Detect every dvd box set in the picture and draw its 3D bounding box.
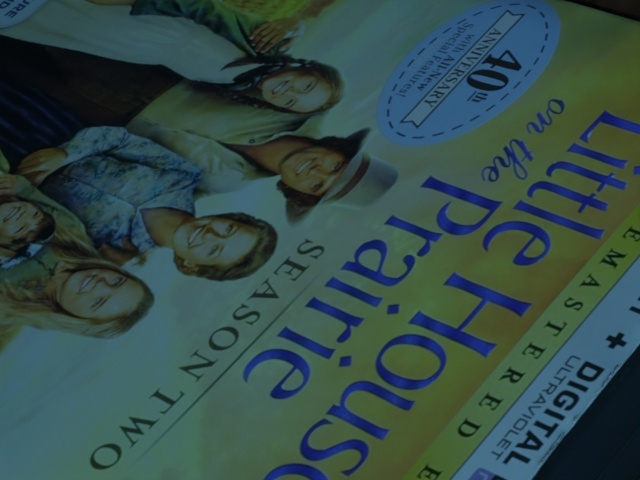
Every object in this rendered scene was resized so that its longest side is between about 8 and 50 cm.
[{"bbox_3d":[-0.050,-0.008,0.671,0.420,0.307,0.062,24,146,37],"label":"dvd box set"}]
